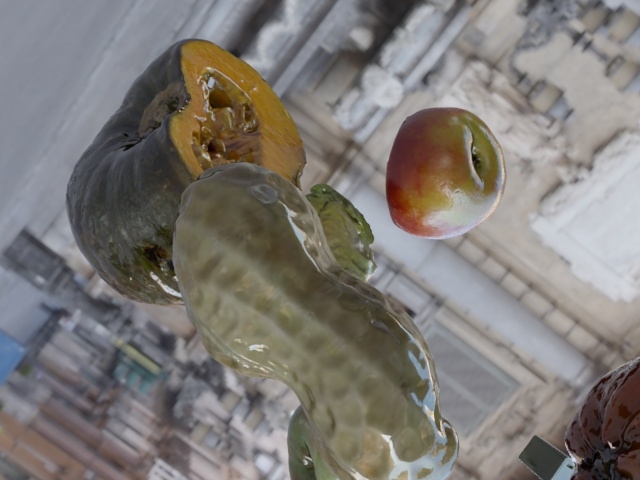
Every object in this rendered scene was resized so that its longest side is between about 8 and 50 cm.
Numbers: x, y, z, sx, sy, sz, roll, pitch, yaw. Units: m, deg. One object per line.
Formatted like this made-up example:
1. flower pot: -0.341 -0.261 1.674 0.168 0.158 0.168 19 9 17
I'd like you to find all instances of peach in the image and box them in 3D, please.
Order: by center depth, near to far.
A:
1. peach: 0.168 -0.095 1.686 0.192 0.190 0.190 -23 -154 45

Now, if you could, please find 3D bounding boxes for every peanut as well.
1. peanut: -0.009 0.071 0.895 0.136 0.298 0.120 -44 170 15

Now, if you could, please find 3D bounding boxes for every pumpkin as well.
1. pumpkin: -0.137 -0.042 1.244 0.232 0.242 0.325 -44 -158 27

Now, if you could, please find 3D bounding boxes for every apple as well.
1. apple: 0.055 0.293 1.620 0.207 0.188 0.174 103 -29 -45

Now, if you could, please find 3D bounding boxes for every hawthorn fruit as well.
1. hawthorn fruit: 0.394 0.246 1.151 0.277 0.298 0.277 -167 -90 -71

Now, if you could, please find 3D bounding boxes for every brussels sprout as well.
1. brussels sprout: 0.000 0.003 1.656 0.139 0.181 0.100 -32 167 -36

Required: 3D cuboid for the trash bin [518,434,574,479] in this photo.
1. trash bin: 0.401 0.390 2.059 0.061 0.043 0.092 -56 -146 2
